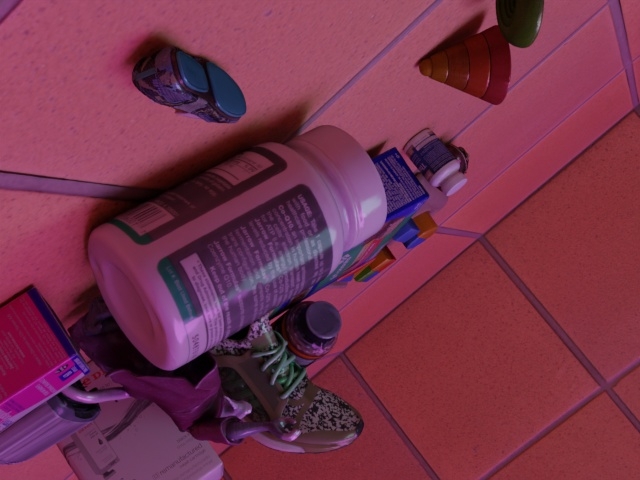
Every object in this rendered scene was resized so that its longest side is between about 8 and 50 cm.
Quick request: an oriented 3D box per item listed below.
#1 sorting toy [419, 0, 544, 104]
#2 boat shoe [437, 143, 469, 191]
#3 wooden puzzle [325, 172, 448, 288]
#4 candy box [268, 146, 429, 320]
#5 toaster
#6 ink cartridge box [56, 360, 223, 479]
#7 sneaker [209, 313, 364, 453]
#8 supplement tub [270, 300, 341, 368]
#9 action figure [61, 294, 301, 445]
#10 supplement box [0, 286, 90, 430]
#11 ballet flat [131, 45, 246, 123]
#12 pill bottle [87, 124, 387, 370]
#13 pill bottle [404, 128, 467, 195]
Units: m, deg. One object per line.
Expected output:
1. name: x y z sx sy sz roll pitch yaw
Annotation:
1. sorting toy: 0.226 -0.318 1.339 0.126 0.127 0.365 -4 155 -9
2. boat shoe: 0.270 -0.162 1.962 0.073 0.073 0.207 -38 174 -6
3. wooden puzzle: 0.145 0.003 2.153 0.348 0.080 0.322 -41 166 12
4. candy box: 0.000 0.000 1.680 0.317 0.122 0.268 -28 167 -30
5. toaster: -0.428 0.245 1.404 0.146 0.129 0.227 -33 168 -2
6. ink cartridge box: -0.328 0.338 1.624 0.207 0.283 0.117 -33 162 -20
7. sneaker: -0.103 0.214 1.625 0.158 0.410 0.182 -55 170 -52
8. supplement tub: -0.035 0.173 1.718 0.106 0.106 0.198 -28 172 -35
9. action figure: -0.210 0.230 1.432 0.276 0.248 0.370 -29 145 -6
10. supplement box: -0.422 0.174 1.213 0.220 0.114 0.111 -33 166 -13
11. ballet flat: -0.137 -0.157 0.986 0.070 0.070 0.188 -40 164 9
12. pill bottle: -0.100 -0.003 1.249 0.361 0.204 0.204 -30 164 -27
13. pill bottle: 0.215 -0.143 1.767 0.067 0.120 0.067 -35 166 -10
